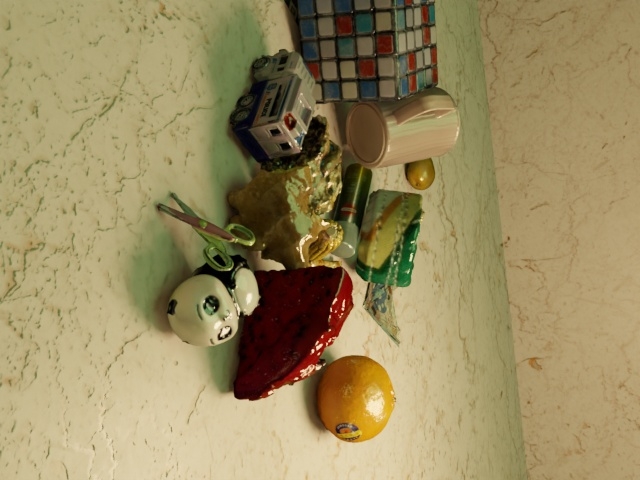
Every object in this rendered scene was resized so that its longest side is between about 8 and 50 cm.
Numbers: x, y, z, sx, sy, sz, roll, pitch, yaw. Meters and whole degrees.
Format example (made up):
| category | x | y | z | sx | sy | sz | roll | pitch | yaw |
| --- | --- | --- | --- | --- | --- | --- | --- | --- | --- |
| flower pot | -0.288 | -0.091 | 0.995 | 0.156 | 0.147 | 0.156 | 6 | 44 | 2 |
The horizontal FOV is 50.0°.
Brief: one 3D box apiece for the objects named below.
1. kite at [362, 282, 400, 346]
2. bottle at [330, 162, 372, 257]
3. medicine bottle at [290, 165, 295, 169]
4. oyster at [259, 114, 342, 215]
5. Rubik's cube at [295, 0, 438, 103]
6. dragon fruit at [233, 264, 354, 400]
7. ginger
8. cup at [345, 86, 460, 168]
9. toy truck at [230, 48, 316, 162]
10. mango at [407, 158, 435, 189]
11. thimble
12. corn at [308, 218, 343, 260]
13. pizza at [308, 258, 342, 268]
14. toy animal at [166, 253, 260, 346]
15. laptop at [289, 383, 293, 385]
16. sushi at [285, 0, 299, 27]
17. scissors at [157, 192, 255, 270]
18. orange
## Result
| category | x | y | z | sx | sy | sz | roll | pitch | yaw |
| --- | --- | --- | --- | --- | --- | --- | --- | --- | --- |
| kite | 0.214 | 0.158 | 2.196 | 0.368 | 0.014 | 0.406 | -23 | 105 | -60 |
| bottle | 0.084 | -0.086 | 1.935 | 0.082 | 0.082 | 0.286 | 52 | 42 | -44 |
| medicine bottle | -0.041 | -0.170 | 1.695 | 0.107 | 0.106 | 0.192 | 27 | 61 | -57 |
| oyster | -0.036 | -0.158 | 1.597 | 0.223 | 0.214 | 0.083 | 58 | -9 | 5 |
| Rubik's cube | 0.133 | -0.533 | 1.845 | 0.292 | 0.286 | 0.293 | -31 | 121 | -54 |
| dragon fruit | -0.091 | 0.205 | 1.495 | 0.330 | 0.240 | 0.302 | -55 | 163 | -19 |
| ginger | -0.087 | -0.027 | 1.505 | 0.123 | 0.218 | 0.270 | -164 | -119 | -78 |
| cup | 0.252 | -0.318 | 1.951 | 0.273 | 0.288 | 0.209 | -14 | 111 | -31 |
| toy truck | -0.091 | -0.320 | 1.582 | 0.124 | 0.155 | 0.268 | 53 | 41 | -43 |
| mango | 0.367 | -0.256 | 2.487 | 0.130 | 0.091 | 0.195 | 62 | 27 | -31 |
| thimble | 0.203 | -0.013 | 1.973 | 0.254 | 0.167 | 0.288 | 92 | 12 | -50 |
| corn | 0.000 | 0.000 | 1.656 | 0.238 | 0.080 | 0.080 | 144 | -54 | -73 |
| pizza | 0.010 | 0.089 | 1.813 | 0.176 | 0.036 | 0.185 | 64 | 34 | -32 |
| toy animal | -0.202 | 0.128 | 1.309 | 0.179 | 0.138 | 0.166 | -51 | 130 | -51 |
| laptop | -0.106 | 0.249 | 1.594 | 0.197 | 0.016 | 0.135 | 42 | 50 | -49 |
| sushi | -0.030 | -0.661 | 1.880 | 0.210 | 0.040 | 0.193 | 54 | 40 | -42 |
| scissors | -0.223 | -0.024 | 1.309 | 0.187 | 0.020 | 0.133 | 36 | 40 | 2 |
| orange | 0.090 | 0.402 | 1.751 | 0.219 | 0.193 | 0.219 | -19 | 90 | -74 |
